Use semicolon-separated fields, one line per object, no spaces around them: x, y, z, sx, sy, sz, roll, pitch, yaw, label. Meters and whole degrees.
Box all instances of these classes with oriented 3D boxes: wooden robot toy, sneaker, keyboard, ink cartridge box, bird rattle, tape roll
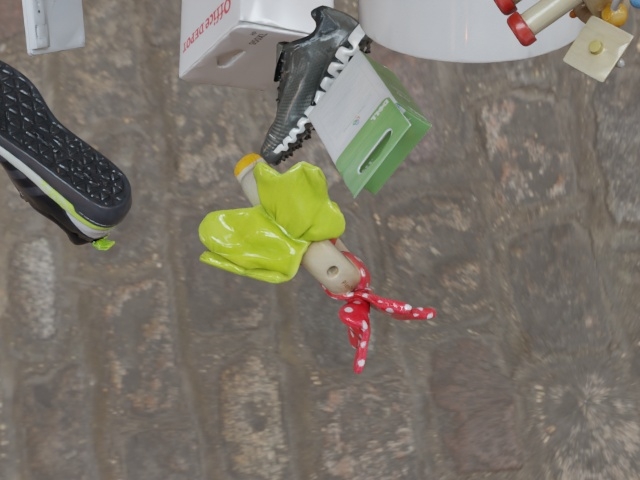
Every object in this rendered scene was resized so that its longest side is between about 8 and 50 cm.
0.149;-0.152;0.635;0.076;0.079;0.173;-35;58;24;wooden robot toy
-0.290;-0.077;1.039;0.235;0.084;0.097;45;133;-2;sneaker
-0.244;-0.295;0.938;0.014;0.072;0.256;7;109;24;keyboard
0.063;-0.130;1.256;0.109;0.062;0.209;-51;32;17;ink cartridge box
0.000;0.000;1.076;0.143;0.253;0.207;-47;37;12;bird rattle
-0.107;-0.470;1.708;0.166;0.285;0.394;6;78;-25;ink cartridge box
-0.026;-0.212;1.414;0.106;0.078;0.234;37;107;6;sneaker
0.156;-0.306;1.076;0.246;0.246;0.169;6;124;15;tape roll
